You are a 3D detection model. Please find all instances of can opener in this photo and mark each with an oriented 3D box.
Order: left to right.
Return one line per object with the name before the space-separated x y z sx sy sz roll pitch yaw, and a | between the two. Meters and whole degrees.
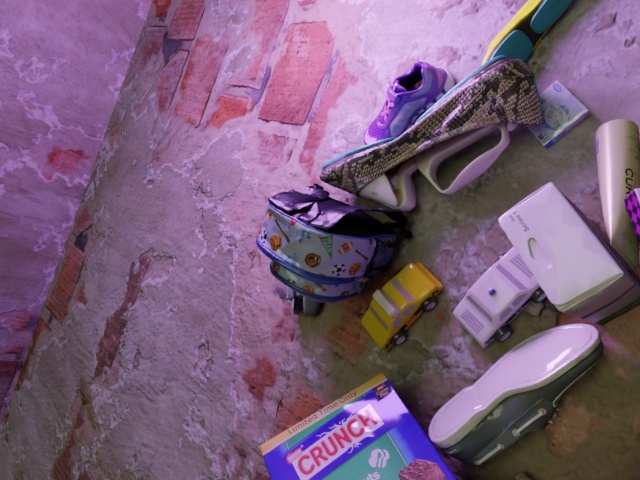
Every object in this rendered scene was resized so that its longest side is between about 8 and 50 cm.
can opener | -0.033 0.042 1.171 0.094 0.076 0.284 2 76 8

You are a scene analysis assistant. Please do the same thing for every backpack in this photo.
backpack | 0.000 0.000 0.989 0.276 0.263 0.213 22 99 31

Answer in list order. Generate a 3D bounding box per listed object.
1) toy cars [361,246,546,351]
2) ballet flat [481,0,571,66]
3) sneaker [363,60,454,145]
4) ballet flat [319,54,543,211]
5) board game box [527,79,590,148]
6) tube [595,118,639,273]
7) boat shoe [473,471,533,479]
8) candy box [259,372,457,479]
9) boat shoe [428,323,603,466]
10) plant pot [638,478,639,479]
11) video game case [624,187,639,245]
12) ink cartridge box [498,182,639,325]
toy cars | 0.227 0.111 0.899 0.393 0.087 0.177 -13 70 38
ballet flat | 0.387 -0.403 0.931 0.231 0.077 0.077 -50 30 15
sneaker | 0.172 -0.298 1.054 0.236 0.104 0.095 -43 55 25
ballet flat | 0.201 -0.165 0.964 0.482 0.164 0.182 -26 80 35
board game box | 0.420 -0.229 0.877 0.090 0.020 0.090 -42 54 26
tube | 0.455 -0.075 0.730 0.069 0.062 0.240 13 63 6
boat shoe | 0.322 0.400 0.752 0.189 0.068 0.072 -16 56 37
candy box | 0.080 0.419 0.792 0.268 0.122 0.317 -30 37 -6
boat shoe | 0.327 0.257 0.787 0.319 0.116 0.099 -42 97 15
plant pot | 0.446 0.383 0.489 0.353 0.366 0.367 -49 51 34
video game case | 0.538 0.029 0.618 0.210 0.042 0.232 -8 69 5
ink cartridge box | 0.375 0.027 0.707 0.092 0.219 0.160 -40 55 26
